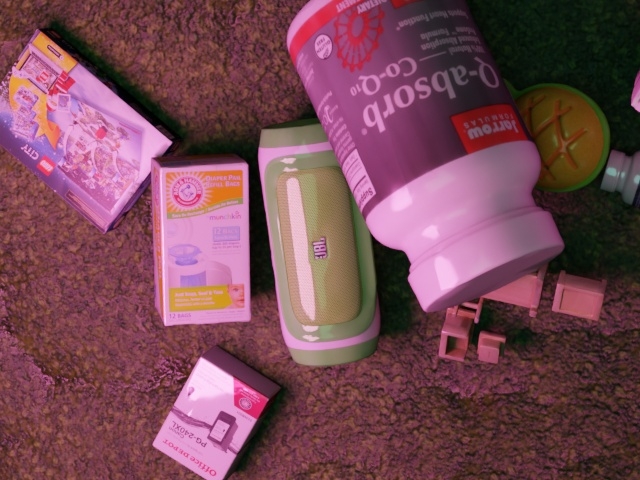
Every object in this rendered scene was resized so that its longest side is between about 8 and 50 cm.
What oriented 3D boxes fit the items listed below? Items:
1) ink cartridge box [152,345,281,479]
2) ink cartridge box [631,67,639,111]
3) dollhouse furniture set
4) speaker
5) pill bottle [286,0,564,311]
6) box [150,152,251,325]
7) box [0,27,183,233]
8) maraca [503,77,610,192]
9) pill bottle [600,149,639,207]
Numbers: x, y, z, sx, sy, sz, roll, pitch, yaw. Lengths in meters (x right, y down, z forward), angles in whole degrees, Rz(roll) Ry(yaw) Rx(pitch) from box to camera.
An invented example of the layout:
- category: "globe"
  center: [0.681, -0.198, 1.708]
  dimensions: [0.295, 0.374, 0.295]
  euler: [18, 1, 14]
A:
- category: "ink cartridge box"
  center: [-0.138, 0.234, 1.716]
  dimensions: [0.109, 0.063, 0.150]
  euler: [31, 107, 7]
- category: "ink cartridge box"
  center: [0.480, -0.149, 1.306]
  dimensions: [0.285, 0.395, 0.166]
  euler: [31, 107, 6]
- category: "dollhouse furniture set"
  center: [0.250, 0.077, 1.589]
  dimensions: [0.182, 0.101, 0.161]
  euler: [13, 128, 11]
- category: "speaker"
  center: [0.000, 0.000, 1.602]
  dimensions: [0.131, 0.131, 0.296]
  euler: [-5, 100, 15]
- category: "pill bottle"
  center: [0.121, -0.118, 1.458]
  dimensions: [0.210, 0.210, 0.363]
  euler: [-29, 76, 18]
- category: "box"
  center: [-0.152, -0.004, 1.632]
  dimensions: [0.114, 0.103, 0.203]
  euler: [-2, 101, -14]
- category: "box"
  center: [-0.319, -0.145, 1.697]
  dimensions: [0.233, 0.044, 0.159]
  euler: [41, 108, 4]
- category: "maraca"
  center: [0.258, -0.127, 1.528]
  dimensions: [0.186, 0.099, 0.127]
  euler: [21, 105, 37]
- category: "pill bottle"
  center: [0.394, -0.068, 1.516]
  dimensions: [0.120, 0.067, 0.067]
  euler: [16, 105, 11]
